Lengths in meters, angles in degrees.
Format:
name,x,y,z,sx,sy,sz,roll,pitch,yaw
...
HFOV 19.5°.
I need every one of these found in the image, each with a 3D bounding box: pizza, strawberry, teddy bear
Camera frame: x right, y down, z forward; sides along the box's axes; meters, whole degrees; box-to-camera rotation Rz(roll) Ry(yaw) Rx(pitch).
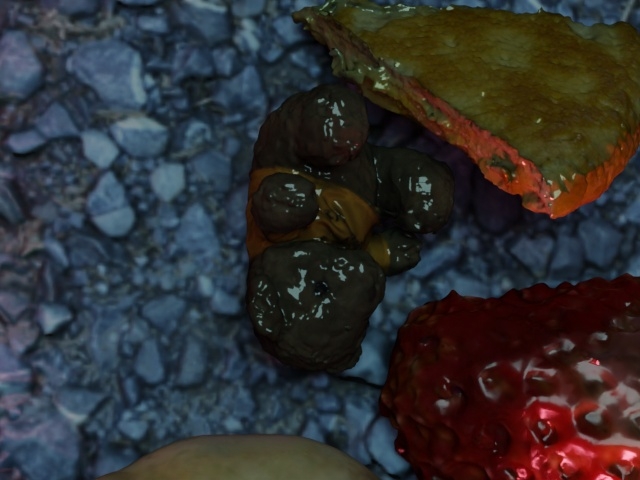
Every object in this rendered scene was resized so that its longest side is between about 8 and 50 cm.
name,x,y,z,sx,sy,sz,roll,pitch,yaw
pizza,0.113,-0.125,1.426,0.288,0.075,0.280,23,37,19
strawberry,0.215,0.132,1.348,0.336,0.149,0.265,18,73,-4
teddy bear,0.000,0.000,1.358,0.177,0.140,0.190,31,63,-48

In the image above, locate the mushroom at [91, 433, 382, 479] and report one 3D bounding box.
name,x,y,z,sx,sy,sz,roll,pitch,yaw
mushroom,-0.056,0.304,1.178,0.325,0.353,0.353,-25,78,15
